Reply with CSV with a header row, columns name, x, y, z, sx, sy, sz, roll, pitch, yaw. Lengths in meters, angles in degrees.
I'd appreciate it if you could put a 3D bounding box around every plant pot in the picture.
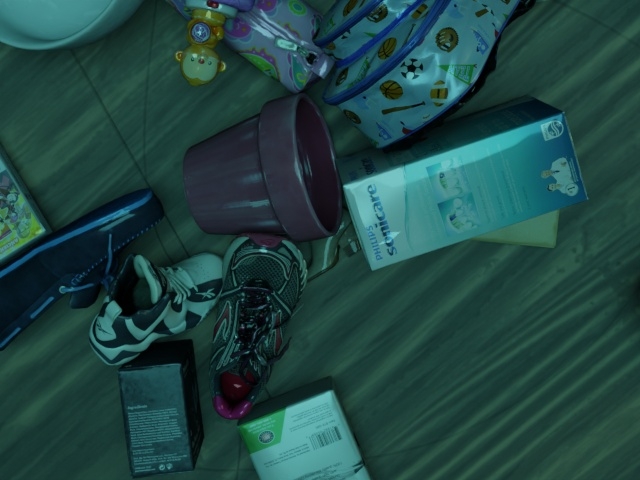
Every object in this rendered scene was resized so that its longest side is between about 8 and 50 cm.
name,x,y,z,sx,sy,sz,roll,pitch,yaw
plant pot,-0.083,-0.087,1.508,0.180,0.201,0.201,-12,98,17

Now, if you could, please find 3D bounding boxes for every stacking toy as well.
name,x,y,z,sx,sy,sz,roll,pitch,yaw
stacking toy,-0.131,-0.345,1.380,0.175,0.166,0.302,12,93,-15

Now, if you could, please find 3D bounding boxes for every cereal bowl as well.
name,x,y,z,sx,sy,sz,roll,pitch,yaw
cereal bowl,-0.340,-0.417,1.449,0.339,0.141,0.339,2,94,25

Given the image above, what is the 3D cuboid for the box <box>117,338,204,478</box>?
name,x,y,z,sx,sy,sz,roll,pitch,yaw
box,-0.226,0.238,1.559,0.093,0.156,0.158,-6,98,0

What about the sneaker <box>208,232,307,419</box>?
name,x,y,z,sx,sy,sz,roll,pitch,yaw
sneaker,-0.090,0.119,1.511,0.121,0.112,0.299,10,124,-1

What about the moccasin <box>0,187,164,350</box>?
name,x,y,z,sx,sy,sz,roll,pitch,yaw
moccasin,-0.356,0.043,1.560,0.342,0.138,0.117,-29,102,18

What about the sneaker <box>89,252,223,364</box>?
name,x,y,z,sx,sy,sz,roll,pitch,yaw
sneaker,-0.212,0.063,1.495,0.235,0.153,0.094,-28,70,-30

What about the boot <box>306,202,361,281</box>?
name,x,y,z,sx,sy,sz,roll,pitch,yaw
boot,0.000,0.000,1.589,0.118,0.042,0.087,-33,91,3

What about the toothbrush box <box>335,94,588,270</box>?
name,x,y,z,sx,sy,sz,roll,pitch,yaw
toothbrush box,0.179,-0.083,1.461,0.295,0.216,0.126,-19,103,4

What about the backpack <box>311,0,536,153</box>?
name,x,y,z,sx,sy,sz,roll,pitch,yaw
backpack,0.119,-0.253,1.377,0.213,0.263,0.276,32,141,-17

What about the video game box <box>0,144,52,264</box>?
name,x,y,z,sx,sy,sz,roll,pitch,yaw
video game box,-0.519,-0.038,1.561,0.205,0.048,0.187,-31,85,4

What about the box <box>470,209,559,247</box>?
name,x,y,z,sx,sy,sz,roll,pitch,yaw
box,0.251,-0.080,1.586,0.201,0.021,0.164,5,98,0

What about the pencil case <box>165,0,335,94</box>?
name,x,y,z,sx,sy,sz,roll,pitch,yaw
pencil case,-0.100,-0.318,1.501,0.284,0.124,0.124,37,96,-4

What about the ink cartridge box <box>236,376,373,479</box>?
name,x,y,z,sx,sy,sz,roll,pitch,yaw
ink cartridge box,-0.013,0.329,1.607,0.153,0.087,0.208,-21,97,2
